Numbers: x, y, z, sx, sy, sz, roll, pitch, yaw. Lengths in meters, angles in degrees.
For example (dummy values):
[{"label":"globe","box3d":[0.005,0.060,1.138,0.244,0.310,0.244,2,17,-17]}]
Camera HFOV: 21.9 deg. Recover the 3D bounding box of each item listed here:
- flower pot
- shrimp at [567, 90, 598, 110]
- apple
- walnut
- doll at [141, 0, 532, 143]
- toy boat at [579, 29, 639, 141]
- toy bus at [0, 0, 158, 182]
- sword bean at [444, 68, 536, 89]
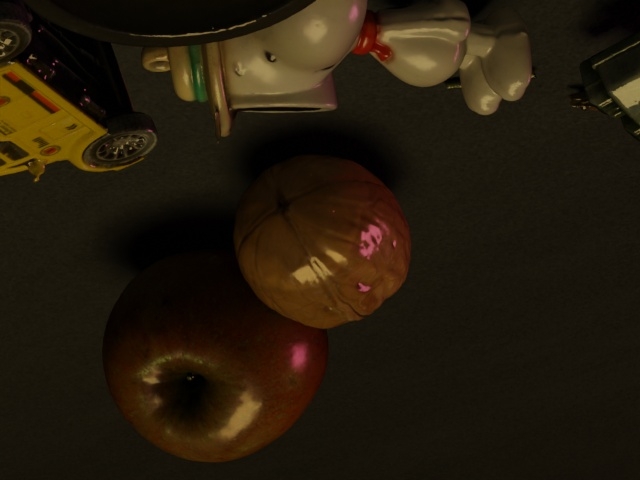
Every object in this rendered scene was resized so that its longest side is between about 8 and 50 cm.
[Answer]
[{"label":"flower pot","box3d":[-0.096,-0.248,1.085,0.235,0.148,0.235,-6,154,-3]},{"label":"shrimp","box3d":[0.282,-0.137,1.509,0.108,0.023,0.059,1,144,-9]},{"label":"apple","box3d":[-0.108,0.112,1.734,0.237,0.237,0.207,-19,-167,28]},{"label":"walnut","box3d":[0.000,0.000,1.598,0.165,0.165,0.197,-16,151,23]},{"label":"doll","box3d":[0.018,-0.145,1.324,0.271,0.144,0.208,13,156,-43]},{"label":"toy boat","box3d":[0.374,-0.181,1.362,0.319,0.092,0.141,-29,144,28]},{"label":"toy bus","box3d":[-0.247,-0.141,1.218,0.152,0.144,0.330,-25,159,10]},{"label":"sword bean","box3d":[0.152,-0.144,1.487,0.083,0.012,0.012,-6,154,7]}]
